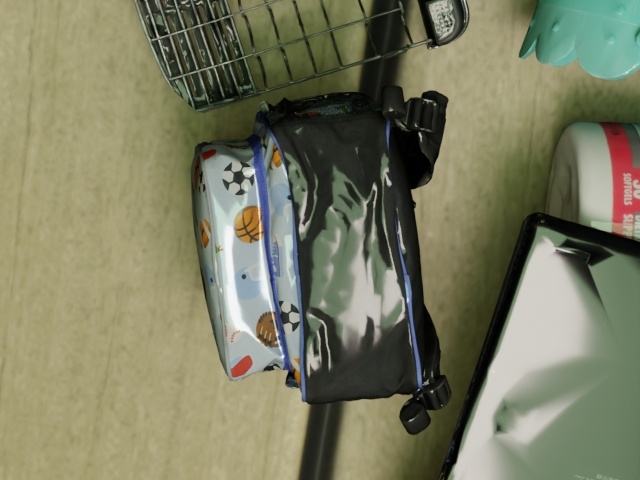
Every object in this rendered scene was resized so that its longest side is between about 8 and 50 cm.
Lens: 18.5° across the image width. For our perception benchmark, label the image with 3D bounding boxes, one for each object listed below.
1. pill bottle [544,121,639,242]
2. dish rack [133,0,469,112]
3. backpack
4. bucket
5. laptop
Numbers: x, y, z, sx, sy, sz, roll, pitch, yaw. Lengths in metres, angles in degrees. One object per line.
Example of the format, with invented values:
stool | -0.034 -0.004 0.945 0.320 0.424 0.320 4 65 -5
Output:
pill bottle | 0.361 -0.008 1.679 0.318 0.176 0.176 2 104 -4
dish rack | -0.023 -0.229 1.661 0.271 0.074 0.208 -17 103 3
backpack | 0.000 0.000 1.620 0.213 0.263 0.276 -1 100 3
bucket | 0.310 -0.201 1.588 0.281 0.281 0.183 14 98 -7
laptop | 0.278 0.200 1.709 0.382 0.236 0.408 16 99 -7
